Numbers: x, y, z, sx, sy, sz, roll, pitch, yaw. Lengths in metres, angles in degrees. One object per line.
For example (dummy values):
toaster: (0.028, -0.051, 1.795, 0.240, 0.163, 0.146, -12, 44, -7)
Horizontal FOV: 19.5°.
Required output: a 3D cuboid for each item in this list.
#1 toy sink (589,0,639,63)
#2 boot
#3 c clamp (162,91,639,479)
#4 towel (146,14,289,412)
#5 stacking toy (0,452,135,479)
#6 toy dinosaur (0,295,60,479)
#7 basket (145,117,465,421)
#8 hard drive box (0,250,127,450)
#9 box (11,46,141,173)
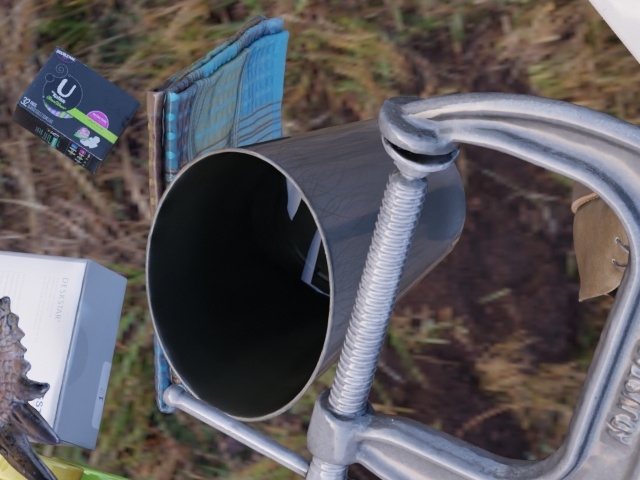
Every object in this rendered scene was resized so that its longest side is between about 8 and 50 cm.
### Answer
toy sink: (0.188, -0.159, 0.620, 0.153, 0.234, 0.131, 53, 23, 14)
boot: (0.281, -0.014, 1.542, 0.112, 0.305, 0.115, 11, 77, -7)
c clamp: (0.031, 0.023, 0.498, 0.137, 0.160, 0.022, 29, 37, 12)
towel: (-0.080, -0.035, 1.612, 0.040, 0.370, 0.271, 2, 105, 11)
stacking toy: (-0.188, 0.293, 1.765, 0.309, 0.279, 0.130, 15, 82, 17)
toy dinosaur: (-0.189, 0.086, 0.618, 0.127, 0.200, 0.295, 30, 67, 20)
basket: (0.000, 0.000, 1.371, 0.227, 0.154, 0.204, -29, 134, -54)
hard drive box: (-0.330, 0.104, 1.873, 0.089, 0.232, 0.181, 36, 62, -64)
box: (-0.200, -0.105, 1.526, 0.083, 0.052, 0.062, 33, 72, -5)
